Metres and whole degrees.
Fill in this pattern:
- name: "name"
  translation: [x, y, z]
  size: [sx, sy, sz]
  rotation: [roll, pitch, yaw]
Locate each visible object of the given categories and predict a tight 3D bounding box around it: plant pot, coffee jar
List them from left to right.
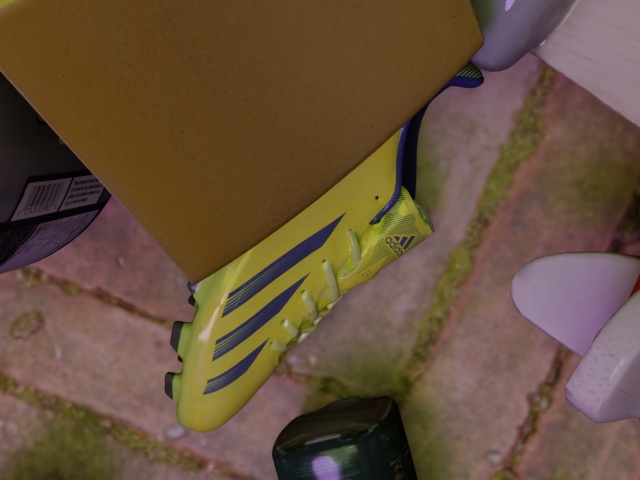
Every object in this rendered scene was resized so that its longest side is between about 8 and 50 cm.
- name: "plant pot"
  translation: [-0.041, -0.144, 0.554]
  size: [0.187, 0.212, 0.212]
  rotation: [-23, 52, 8]
- name: "coffee jar"
  translation: [0.032, 0.195, 0.696]
  size: [0.079, 0.096, 0.184]
  rotation: [-15, 94, 11]

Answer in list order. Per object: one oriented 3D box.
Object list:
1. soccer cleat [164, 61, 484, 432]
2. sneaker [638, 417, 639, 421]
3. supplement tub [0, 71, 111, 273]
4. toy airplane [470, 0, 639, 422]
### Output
- name: "soccer cleat"
  translation: [0.000, 0.000, 0.682]
  size: [0.121, 0.093, 0.289]
  rotation: [26, 99, -3]
- name: "sneaker"
  translation: [0.220, 0.102, 0.690]
  size: [0.067, 0.064, 0.175]
  rotation: [-18, 89, 28]
- name: "supplement tub"
  translation: [-0.213, -0.067, 0.586]
  size: [0.193, 0.316, 0.194]
  rotation: [1, 96, 6]
- name: "toy airplane"
  translation: [0.227, -0.076, 0.504]
  size: [0.386, 0.272, 0.384]
  rotation: [-11, 64, 20]
